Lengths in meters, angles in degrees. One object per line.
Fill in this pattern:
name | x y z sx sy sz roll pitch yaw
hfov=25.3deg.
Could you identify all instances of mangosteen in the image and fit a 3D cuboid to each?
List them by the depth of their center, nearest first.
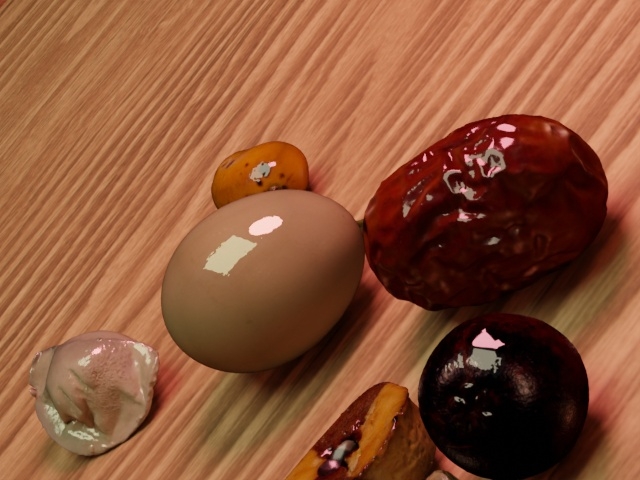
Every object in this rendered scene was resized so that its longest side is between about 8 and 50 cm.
mangosteen | 0.163 0.134 1.242 0.152 0.152 0.152 -31 34 24

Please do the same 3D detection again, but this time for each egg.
egg | -0.062 0.043 1.565 0.241 0.186 0.186 -33 32 5

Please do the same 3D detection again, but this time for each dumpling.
dumpling | -0.276 0.188 1.752 0.181 0.111 0.155 -4 81 57

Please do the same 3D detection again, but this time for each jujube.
jujube | 0.157 -0.027 1.390 0.250 0.174 0.174 -28 35 39

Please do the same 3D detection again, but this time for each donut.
donut | 0.033 0.220 1.323 0.184 0.073 0.166 -52 12 -20

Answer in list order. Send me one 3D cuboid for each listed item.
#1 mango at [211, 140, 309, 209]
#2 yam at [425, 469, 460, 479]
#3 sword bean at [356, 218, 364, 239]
mango | -0.084 -0.074 1.823 0.115 0.090 0.178 -50 26 -24
yam | 0.033 0.325 1.241 0.300 0.066 0.066 -50 31 -3
sword bean | 0.001 0.000 1.683 0.269 0.038 0.043 -9 51 45
